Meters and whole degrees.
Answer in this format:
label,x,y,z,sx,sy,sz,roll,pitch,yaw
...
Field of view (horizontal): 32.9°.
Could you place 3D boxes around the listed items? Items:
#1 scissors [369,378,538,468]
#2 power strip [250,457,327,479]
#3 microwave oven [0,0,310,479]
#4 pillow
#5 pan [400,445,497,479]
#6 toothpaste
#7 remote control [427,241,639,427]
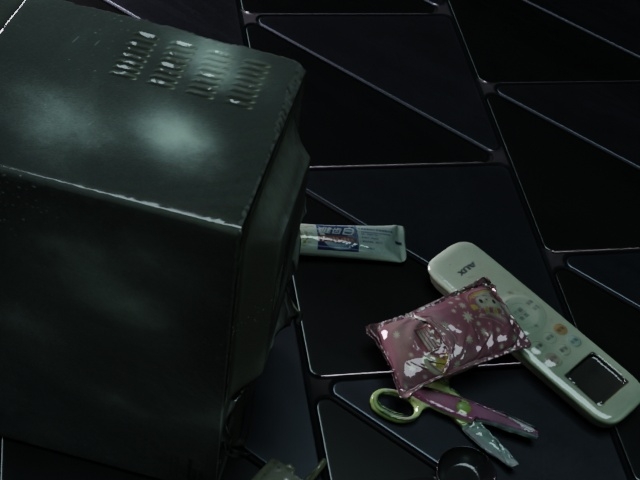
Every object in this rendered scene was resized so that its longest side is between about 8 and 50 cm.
label,x,y,z,sx,sy,sz,roll,pitch,yaw
scissors,0.163,0.197,1.273,0.187,0.020,0.133,31,53,21
power strip,-0.074,0.315,1.120,0.092,0.034,0.268,33,52,20
microwave oven,-0.198,0.019,1.096,0.375,0.432,0.236,16,48,4
pillow,0.152,0.118,1.302,0.185,0.043,0.118,-17,53,-18
pan,0.139,0.266,1.204,0.115,0.023,0.068,-5,50,-17
toothpaste,0.000,0.000,1.415,0.234,0.038,0.060,3,52,-11
remote control,0.262,0.115,1.351,0.090,0.038,0.309,-31,60,-30
